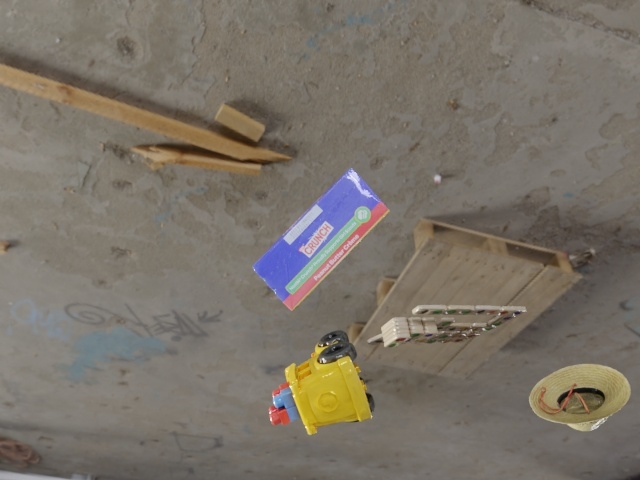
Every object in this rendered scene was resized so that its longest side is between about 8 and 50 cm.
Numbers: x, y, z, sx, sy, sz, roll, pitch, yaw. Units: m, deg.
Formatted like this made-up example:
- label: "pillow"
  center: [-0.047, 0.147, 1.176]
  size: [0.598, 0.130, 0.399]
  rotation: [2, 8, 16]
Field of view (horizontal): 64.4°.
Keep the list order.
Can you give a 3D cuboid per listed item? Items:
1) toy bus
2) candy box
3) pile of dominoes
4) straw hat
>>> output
- label: "toy bus"
  center: [-0.011, 0.305, 1.067]
  size: [0.211, 0.220, 0.149]
  rotation: [-22, 98, -2]
- label: "candy box"
  center: [0.000, 0.000, 1.089]
  size: [0.268, 0.317, 0.122]
  rotation: [-44, 89, -1]
- label: "pile of dominoes"
  center: [0.236, 0.178, 0.966]
  size: [0.251, 0.040, 0.196]
  rotation: [4, 150, -20]
- label: "straw hat"
  center: [0.407, 0.259, 0.788]
  size: [0.144, 0.144, 0.061]
  rotation: [-19, 105, 22]
